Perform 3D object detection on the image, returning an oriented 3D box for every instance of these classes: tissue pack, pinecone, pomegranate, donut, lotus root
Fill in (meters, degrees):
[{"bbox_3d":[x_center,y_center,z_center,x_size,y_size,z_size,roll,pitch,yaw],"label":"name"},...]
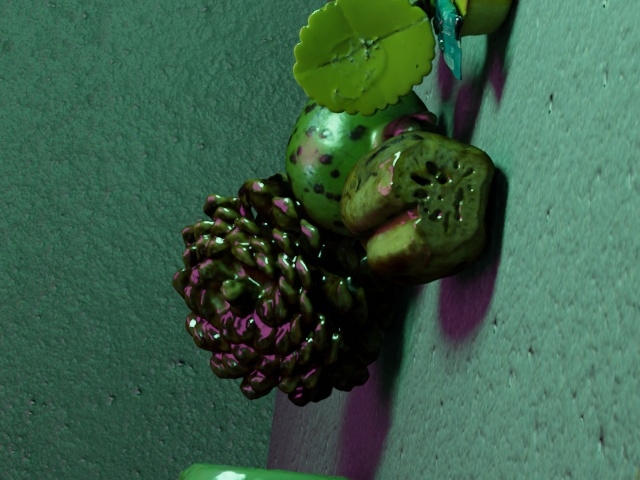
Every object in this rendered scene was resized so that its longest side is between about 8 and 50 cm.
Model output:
[{"bbox_3d":[0.156,-0.266,1.479,0.138,0.028,0.085,-96,0,-58],"label":"tissue pack"},{"bbox_3d":[-0.036,0.079,1.983,0.398,0.398,0.397,-173,90,-83],"label":"pinecone"},{"bbox_3d":[0.073,-0.110,1.725,0.306,0.242,0.242,-123,40,-64],"label":"pomegranate"},{"bbox_3d":[0.203,-0.350,1.486,0.174,0.075,0.190,156,112,-83],"label":"donut"},{"bbox_3d":[0.113,-0.037,1.492,0.291,0.193,0.193,127,149,-76],"label":"lotus root"}]

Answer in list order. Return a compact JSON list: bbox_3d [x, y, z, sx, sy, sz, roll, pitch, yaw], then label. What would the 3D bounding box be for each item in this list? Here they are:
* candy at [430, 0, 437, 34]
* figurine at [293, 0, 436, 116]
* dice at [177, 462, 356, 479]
[{"bbox_3d":[0.179,-0.443,1.822,0.246,0.069,0.149,-91,13,-47],"label":"candy"},{"bbox_3d":[0.085,-0.302,1.669,0.187,0.168,0.315,-50,6,26],"label":"figurine"},{"bbox_3d":[-0.095,0.544,1.977,0.318,0.330,0.322,120,155,-77],"label":"dice"}]
